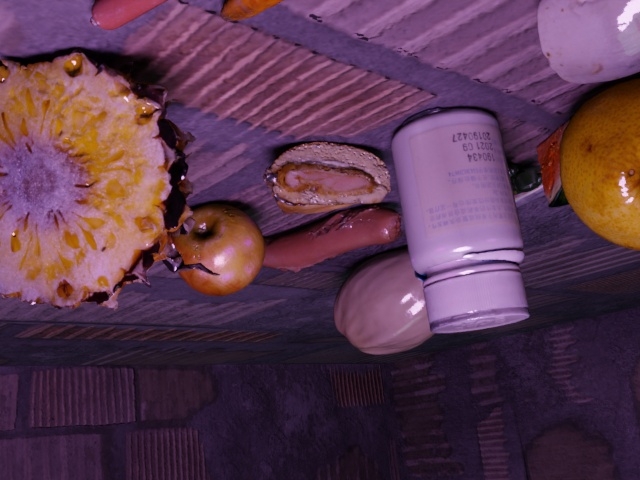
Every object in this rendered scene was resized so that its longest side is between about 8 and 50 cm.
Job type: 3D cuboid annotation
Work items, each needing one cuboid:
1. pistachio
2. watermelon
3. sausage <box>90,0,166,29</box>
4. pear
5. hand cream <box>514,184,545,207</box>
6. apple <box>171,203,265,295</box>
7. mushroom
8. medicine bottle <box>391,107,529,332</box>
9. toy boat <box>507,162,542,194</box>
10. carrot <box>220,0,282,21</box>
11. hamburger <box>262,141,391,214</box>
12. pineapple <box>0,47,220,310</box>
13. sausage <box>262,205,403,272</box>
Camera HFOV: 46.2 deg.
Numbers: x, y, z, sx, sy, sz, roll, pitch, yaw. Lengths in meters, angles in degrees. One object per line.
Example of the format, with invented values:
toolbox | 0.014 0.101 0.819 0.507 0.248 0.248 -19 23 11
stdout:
pistachio | 0.168 0.114 1.537 0.332 0.208 0.226 -40 -170 38
watermelon | 0.347 -0.116 1.042 0.094 0.125 0.135 18 -157 40
sausage | -0.101 -0.211 0.575 0.223 0.029 0.029 -16 162 31
pear | 0.382 -0.085 0.871 0.208 0.209 0.209 -6 164 -2
hand cream | 0.320 -0.075 1.214 0.209 0.043 0.067 -23 160 32
apple | -0.155 0.017 1.141 0.146 0.147 0.146 -6 164 -2
mushroom | 0.292 -0.210 0.626 0.116 0.093 0.225 27 154 -26
medicine bottle | 0.174 -0.021 0.932 0.143 0.258 0.143 -6 165 -2
toy boat | 0.240 -0.073 1.155 0.210 0.052 0.104 -22 161 41
carrot | 0.006 -0.219 0.566 0.061 0.061 0.256 9 169 -44
hamburger | -0.005 -0.080 0.992 0.176 0.087 0.102 -7 177 -24
pineapple | -0.223 -0.049 0.808 0.262 0.263 0.271 -8 175 6
sausage | 0.000 0.000 1.275 0.304 0.078 0.078 -16 161 30
